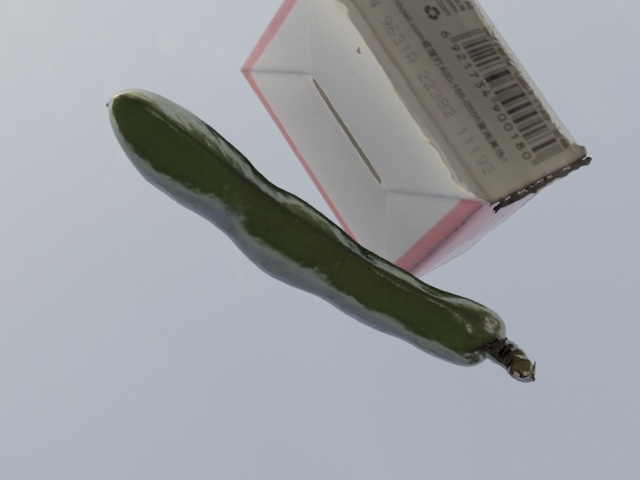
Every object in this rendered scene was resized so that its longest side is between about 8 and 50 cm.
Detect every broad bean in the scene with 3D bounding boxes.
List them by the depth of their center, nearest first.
[{"bbox_3d":[0.000,0.002,0.472,0.227,0.069,0.039,30,-109,-3],"label":"broad bean"}]

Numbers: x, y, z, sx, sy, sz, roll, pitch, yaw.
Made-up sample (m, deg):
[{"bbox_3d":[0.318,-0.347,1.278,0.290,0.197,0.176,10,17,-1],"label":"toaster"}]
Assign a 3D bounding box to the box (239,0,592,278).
[{"bbox_3d":[0.053,-0.078,0.612,0.099,0.133,0.182,-27,-102,-32],"label":"box"}]
